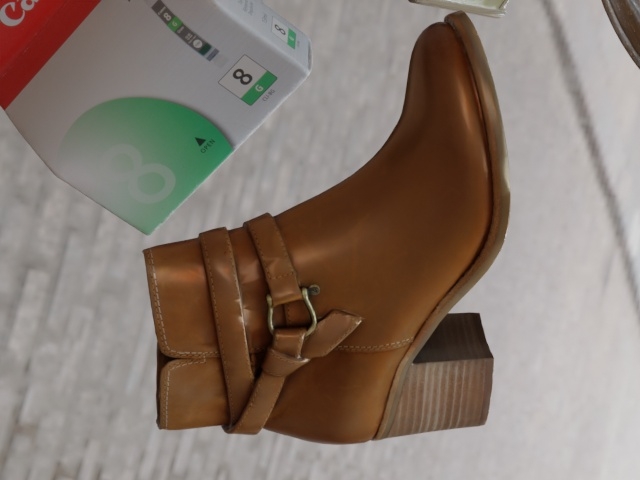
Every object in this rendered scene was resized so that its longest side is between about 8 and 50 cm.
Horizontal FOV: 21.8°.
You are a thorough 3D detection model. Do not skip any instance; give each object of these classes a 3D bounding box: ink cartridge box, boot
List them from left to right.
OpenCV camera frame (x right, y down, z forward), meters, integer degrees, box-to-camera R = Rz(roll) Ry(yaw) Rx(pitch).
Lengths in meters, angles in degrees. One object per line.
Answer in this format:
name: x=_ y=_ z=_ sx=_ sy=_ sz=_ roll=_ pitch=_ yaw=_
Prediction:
ink cartridge box: x=-0.146 y=-0.127 z=1.114 sx=0.181 sy=0.224 sz=0.056 roll=-43 pitch=-152 yaw=27
boot: x=0.000 y=0.000 z=0.710 sx=0.073 sy=0.152 sz=0.197 roll=-110 pitch=-160 yaw=-72

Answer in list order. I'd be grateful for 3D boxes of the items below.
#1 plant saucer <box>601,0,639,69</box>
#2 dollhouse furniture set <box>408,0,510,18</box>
plant saucer: x=0.162 y=-0.115 z=0.559 sx=0.029 sy=0.168 sz=0.168 roll=-148 pitch=-112 yaw=-72
dollhouse furniture set: x=0.089 y=-0.321 z=1.343 sx=0.212 sy=0.242 sz=0.161 roll=3 pitch=131 yaw=-43
